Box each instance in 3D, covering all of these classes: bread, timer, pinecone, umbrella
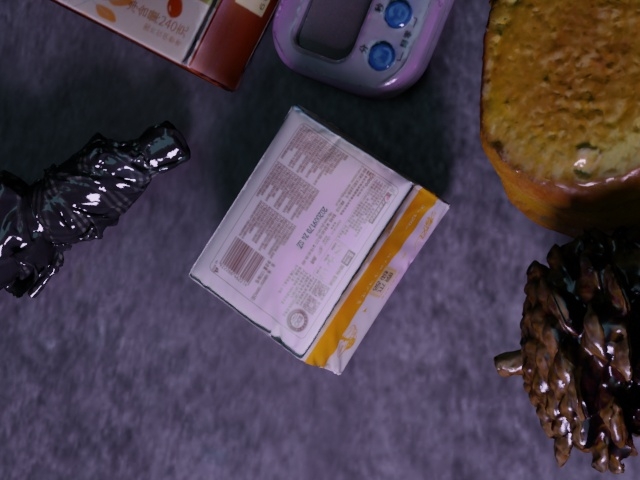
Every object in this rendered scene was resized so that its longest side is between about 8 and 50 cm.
[{"bbox_3d":[0.294,-0.153,1.807,0.312,0.172,0.312,-6,76,25],"label":"bread"},{"bbox_3d":[0.053,-0.266,1.992,0.190,0.069,0.209,23,91,26],"label":"timer"},{"bbox_3d":[0.298,0.092,1.728,0.257,0.243,0.243,-36,68,0],"label":"pinecone"},{"bbox_3d":[-0.312,-0.052,2.095,0.336,0.128,0.154,-39,83,7],"label":"umbrella"}]

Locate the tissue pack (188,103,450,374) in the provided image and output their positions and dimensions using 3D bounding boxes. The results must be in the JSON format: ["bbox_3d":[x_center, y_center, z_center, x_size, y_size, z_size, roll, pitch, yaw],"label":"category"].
[{"bbox_3d":[0.000,0.000,1.936,0.185,0.124,0.225,35,96,25],"label":"tissue pack"}]

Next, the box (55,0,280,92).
[{"bbox_3d":[-0.195,-0.412,2.099,0.385,0.122,0.345,29,93,26],"label":"box"}]
